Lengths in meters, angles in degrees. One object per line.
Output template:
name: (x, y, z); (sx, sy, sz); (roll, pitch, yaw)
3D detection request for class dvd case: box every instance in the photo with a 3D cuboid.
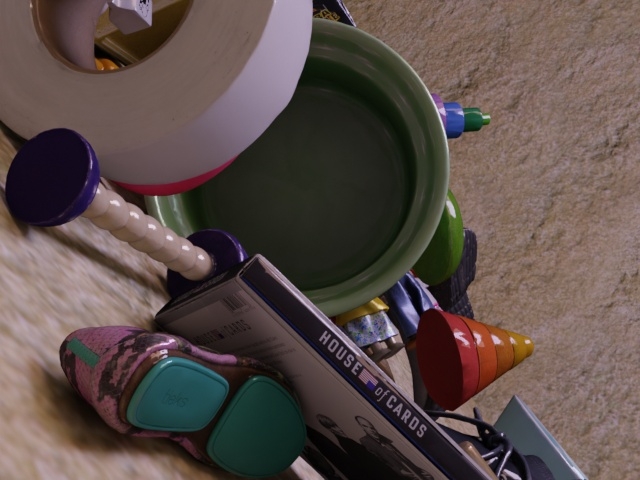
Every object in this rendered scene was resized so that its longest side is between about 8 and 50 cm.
dvd case: (-0.003, 0.116, 0.636); (0.238, 0.029, 0.179); (46, -28, -11)

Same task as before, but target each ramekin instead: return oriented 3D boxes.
ramekin: (-0.022, -0.066, 0.928); (0.303, 0.303, 0.148); (51, -2, 6)

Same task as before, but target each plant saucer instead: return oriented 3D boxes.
plant saucer: (-0.209, -0.354, 1.333); (0.333, 0.333, 0.081); (21, 46, -80)

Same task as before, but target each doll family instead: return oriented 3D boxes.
doll family: (0.076, 0.066, 1.120); (0.263, 0.118, 0.163); (-16, 67, -39)

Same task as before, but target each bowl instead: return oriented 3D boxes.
bowl: (0.367, 0.429, 1.475); (0.311, 0.163, 0.311); (50, 4, -5)

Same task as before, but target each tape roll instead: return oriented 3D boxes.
tape roll: (-0.154, -0.193, 0.742); (0.286, 0.286, 0.100); (52, 5, 17)

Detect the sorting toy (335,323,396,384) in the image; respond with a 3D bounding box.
sorting toy: (0.051, 0.170, 1.334); (0.229, 0.041, 0.307); (54, 4, -9)

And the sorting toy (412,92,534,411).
sorting toy: (0.177, 0.008, 1.027); (0.127, 0.126, 0.365); (167, -83, -73)

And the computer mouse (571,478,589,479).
computer mouse: (0.308, 0.439, 1.041); (0.072, 0.188, 0.272); (83, -19, -60)

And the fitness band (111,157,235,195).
fitness band: (-0.175, -0.177, 0.844); (0.291, 0.209, 0.054); (52, 6, 22)

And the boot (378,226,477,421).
boot: (0.118, 0.102, 1.356); (0.223, 0.338, 0.118); (16, 26, 30)

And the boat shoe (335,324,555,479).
boat shoe: (0.153, 0.258, 0.901); (0.500, 0.156, 0.187); (49, 7, -5)

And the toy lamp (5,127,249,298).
toy lamp: (-0.129, 0.002, 0.702); (0.080, 0.080, 0.275); (53, 7, 28)

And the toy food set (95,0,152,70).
toy food set: (-0.281, -0.269, 1.065); (0.104, 0.111, 0.232); (42, 41, -59)

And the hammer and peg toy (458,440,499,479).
hammer and peg toy: (0.156, 0.314, 0.651); (0.266, 0.127, 0.361); (49, 5, 4)

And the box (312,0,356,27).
box: (-0.116, -0.249, 1.253); (0.079, 0.322, 0.257); (55, 4, -20)

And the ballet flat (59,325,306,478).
ballet flat: (-0.080, 0.093, 0.549); (0.079, 0.077, 0.221); (31, -6, 31)
